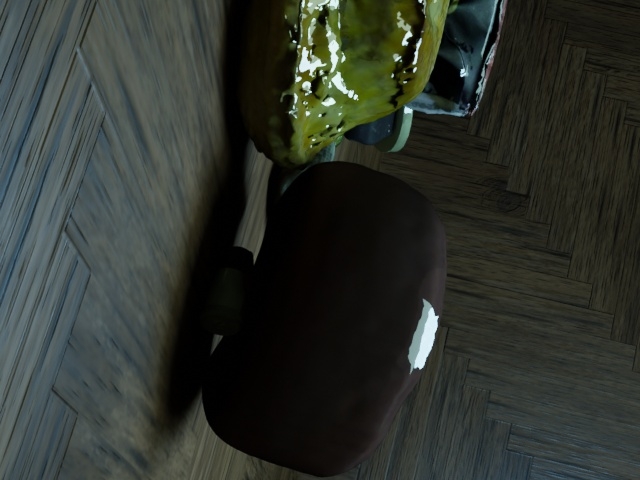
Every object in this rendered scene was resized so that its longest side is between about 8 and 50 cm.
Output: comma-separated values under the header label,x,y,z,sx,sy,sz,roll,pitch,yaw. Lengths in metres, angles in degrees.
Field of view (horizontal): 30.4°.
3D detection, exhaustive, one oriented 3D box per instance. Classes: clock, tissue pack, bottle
label,x,y,z,sx,sy,sz,roll,pitch,yaw
clock,0.129,-0.287,2.284,0.235,0.029,0.234,174,-90,-72
tissue pack,0.119,-0.335,1.484,0.123,0.245,0.332,-32,136,-84
bottle,-0.094,0.050,1.258,0.047,0.063,0.101,56,37,-43

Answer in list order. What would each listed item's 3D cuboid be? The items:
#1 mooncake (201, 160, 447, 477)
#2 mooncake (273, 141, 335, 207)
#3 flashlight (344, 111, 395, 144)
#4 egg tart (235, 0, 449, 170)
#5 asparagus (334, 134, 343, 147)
label,x,y,z,sx,sy,sz,roll,pitch,yaw
mooncake,0.001,0.094,1.272,0.334,0.174,0.325,133,-28,-54
mooncake,-0.023,-0.072,1.570,0.130,0.073,0.125,100,3,-50
flashlight,0.107,-0.367,2.112,0.103,0.103,0.424,-70,170,-52
egg tart,0.045,-0.277,1.205,0.443,0.178,0.443,13,90,-84
asparagus,0.023,-0.215,1.760,0.277,0.067,0.060,-75,149,-59
